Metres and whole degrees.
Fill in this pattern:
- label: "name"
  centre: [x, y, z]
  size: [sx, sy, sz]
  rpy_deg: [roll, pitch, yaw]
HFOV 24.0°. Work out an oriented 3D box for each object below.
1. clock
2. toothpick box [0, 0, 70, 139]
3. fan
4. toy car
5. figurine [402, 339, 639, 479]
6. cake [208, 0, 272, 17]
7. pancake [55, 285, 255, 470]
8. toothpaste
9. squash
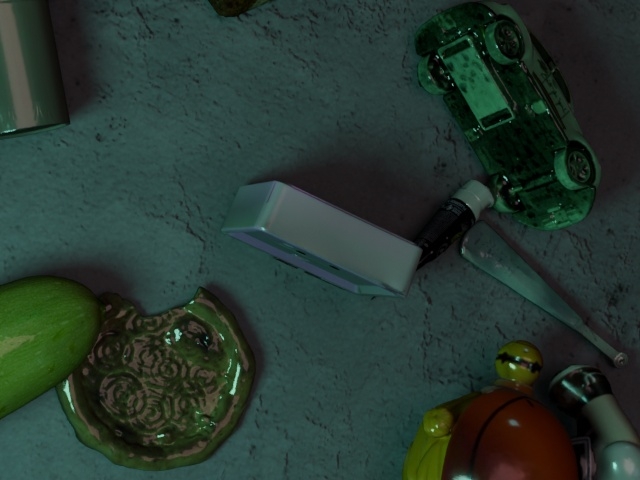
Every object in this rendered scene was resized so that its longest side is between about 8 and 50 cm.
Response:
- label: "clock"
  centre: [0.000, 0.000, 1.723]
  size: [0.197, 0.150, 0.063]
  rpy_deg: [25, 81, -19]
- label: "toothpick box"
  centre: [-0.338, -0.204, 1.620]
  size: [0.111, 0.111, 0.180]
  rpy_deg: [-12, 92, -23]
- label: "fan"
  centre: [0.283, 0.079, 1.905]
  size: [0.282, 0.023, 0.057]
  rpy_deg: [41, 71, -13]
- label: "toy car"
  centre: [0.243, -0.162, 1.847]
  size: [0.125, 0.136, 0.306]
  rpy_deg: [-43, 104, -41]
- label: "figurine"
  centre: [0.233, 0.281, 1.775]
  size: [0.323, 0.196, 0.320]
  rpy_deg: [-2, 93, -32]
- label: "cake"
  centre: [-0.118, -0.375, 1.760]
  size: [0.112, 0.135, 0.246]
  rpy_deg: [-29, 68, -33]
- label: "pancake"
  centre: [-0.184, 0.155, 1.703]
  size: [0.235, 0.029, 0.212]
  rpy_deg: [-9, 91, -21]
- label: "toothpaste"
  centre: [0.133, 0.003, 1.829]
  size: [0.045, 0.071, 0.193]
  rpy_deg: [46, 65, 1]
- label: "squash"
  centre: [-0.342, 0.115, 1.590]
  size: [0.247, 0.132, 0.132]
  rpy_deg: [-31, 98, -25]
